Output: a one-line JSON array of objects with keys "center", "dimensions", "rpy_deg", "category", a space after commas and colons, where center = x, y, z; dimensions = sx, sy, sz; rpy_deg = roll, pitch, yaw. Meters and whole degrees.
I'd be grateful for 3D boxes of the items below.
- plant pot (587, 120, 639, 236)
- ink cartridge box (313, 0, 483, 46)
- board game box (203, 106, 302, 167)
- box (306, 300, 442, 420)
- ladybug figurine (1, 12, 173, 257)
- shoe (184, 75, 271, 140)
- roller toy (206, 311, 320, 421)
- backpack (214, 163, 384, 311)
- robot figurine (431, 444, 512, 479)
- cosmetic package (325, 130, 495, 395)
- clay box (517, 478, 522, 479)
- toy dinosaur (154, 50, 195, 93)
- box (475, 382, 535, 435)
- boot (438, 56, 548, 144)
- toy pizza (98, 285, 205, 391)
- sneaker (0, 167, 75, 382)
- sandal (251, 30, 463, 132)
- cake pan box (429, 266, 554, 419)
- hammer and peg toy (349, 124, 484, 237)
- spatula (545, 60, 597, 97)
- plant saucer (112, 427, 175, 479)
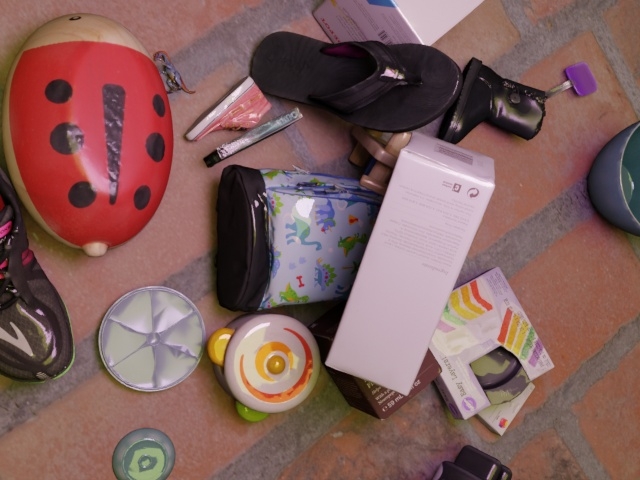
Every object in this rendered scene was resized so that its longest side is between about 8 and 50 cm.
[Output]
[{"center": [0.756, -0.139, 1.680], "dimensions": [0.291, 0.195, 0.289], "rpy_deg": [1, 88, -21], "category": "plant pot"}, {"center": [0.154, -0.478, 1.435], "dimensions": [0.197, 0.270, 0.198], "rpy_deg": [-42, 102, -18], "category": "ink cartridge box"}, {"center": [-0.135, -0.202, 1.394], "dimensions": [0.186, 0.126, 0.026], "rpy_deg": [-31, 98, -18], "category": "board game box"}, {"center": [0.103, 0.226, 1.440], "dimensions": [0.169, 0.167, 0.203], "rpy_deg": [-35, 100, -17], "category": "box"}, {"center": [-0.392, -0.196, 1.250], "dimensions": [0.305, 0.162, 0.448], "rpy_deg": [-2, 85, -36], "category": "ladybug figurine"}, {"center": [-0.181, -0.242, 1.411], "dimensions": [0.178, 0.063, 0.081], "rpy_deg": [-44, 113, -8], "category": "shoe"}, {"center": [-0.105, 0.233, 1.375], "dimensions": [0.191, 0.146, 0.209], "rpy_deg": [-31, 98, -19], "category": "roller toy"}, {"center": [0.000, 0.000, 1.384], "dimensions": [0.356, 0.273, 0.289], "rpy_deg": [-1, 100, -35], "category": "backpack"}, {"center": [0.298, 0.583, 1.492], "dimensions": [0.209, 0.173, 0.278], "rpy_deg": [32, 77, -3], "category": "robot figurine"}, {"center": [0.150, 0.033, 1.176], "dimensions": [0.156, 0.217, 0.384], "rpy_deg": [22, 109, 6], "category": "cosmetic package"}, {"center": [0.439, 0.653, 1.567], "dimensions": [0.053, 0.127, 0.222], "rpy_deg": [37, 77, -16], "category": "clay box"}, {"center": [-0.298, -0.333, 1.397], "dimensions": [0.090, 0.047, 0.082], "rpy_deg": [3, 76, -53], "category": "toy dinosaur"}, {"center": [0.382, 0.328, 1.607], "dimensions": [0.186, 0.038, 0.145], "rpy_deg": [43, 75, -12], "category": "box"}, {"center": [0.391, -0.276, 1.575], "dimensions": [0.207, 0.094, 0.246], "rpy_deg": [26, 63, -3], "category": "boot"}, {"center": [-0.322, 0.188, 1.359], "dimensions": [0.202, 0.032, 0.201], "rpy_deg": [1, 87, -21], "category": "toy pizza"}, {"center": [-0.567, 0.029, 1.185], "dimensions": [0.185, 0.202, 0.482], "rpy_deg": [-26, 97, -19], "category": "sneaker"}, {"center": [0.042, -0.305, 1.324], "dimensions": [0.107, 0.446, 0.167], "rpy_deg": [8, 96, -61], "category": "sandal"}, {"center": [0.346, 0.227, 1.548], "dimensions": [0.246, 0.070, 0.266], "rpy_deg": [-25, 84, -12], "category": "cake pan box"}, {"center": [0.197, -0.135, 1.396], "dimensions": [0.266, 0.361, 0.127], "rpy_deg": [27, 104, -16], "category": "hammer and peg toy"}, {"center": [0.555, -0.356, 1.702], "dimensions": [0.297, 0.030, 0.084], "rpy_deg": [-25, 85, -18], "category": "spatula"}, {"center": [-0.336, 0.420, 1.349], "dimensions": [0.120, 0.021, 0.119], "rpy_deg": [1, 87, -19], "category": "plant saucer"}]
